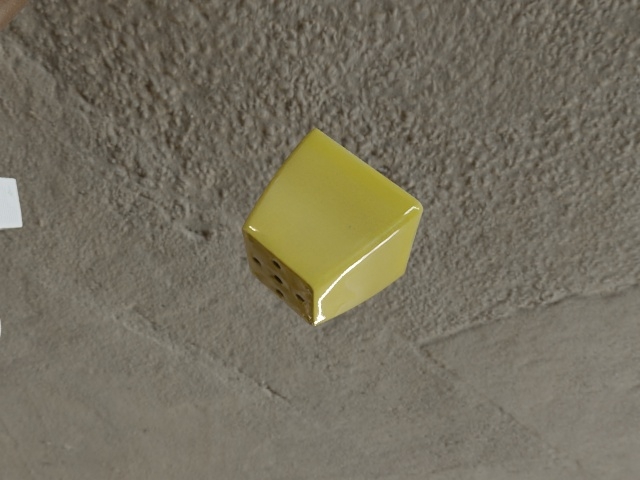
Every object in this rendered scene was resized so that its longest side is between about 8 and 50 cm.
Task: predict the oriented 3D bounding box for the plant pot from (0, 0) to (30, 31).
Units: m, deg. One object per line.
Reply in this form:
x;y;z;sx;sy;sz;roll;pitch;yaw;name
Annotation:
-0.240;-0.192;0.339;0.167;0.165;0.167;14;152;7;plant pot

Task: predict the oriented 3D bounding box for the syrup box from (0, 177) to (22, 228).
-0.612;-0.056;0.933;0.093;0.096;0.237;-8;-178;9;syrup box

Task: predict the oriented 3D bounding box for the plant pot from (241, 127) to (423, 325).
0.000;0.000;0.869;0.212;0.187;0.212;40;156;20;plant pot
